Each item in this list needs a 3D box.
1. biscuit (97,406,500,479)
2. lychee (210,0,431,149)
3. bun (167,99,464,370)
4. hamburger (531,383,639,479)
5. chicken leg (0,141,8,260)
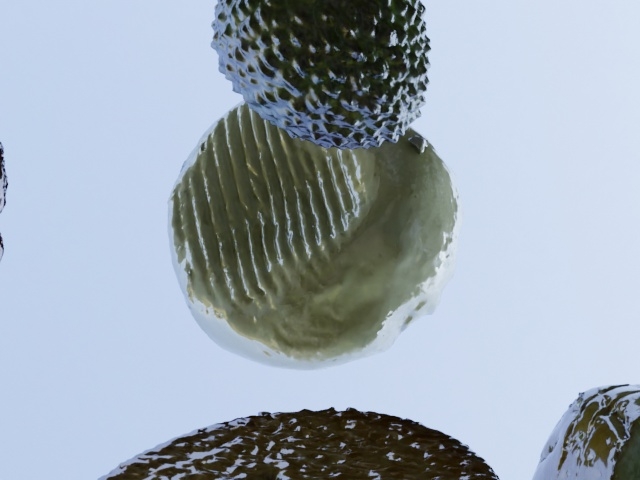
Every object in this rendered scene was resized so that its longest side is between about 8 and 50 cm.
[{"bbox_3d":[-0.027,0.191,0.993,0.305,0.305,0.038,-10,-68,-3],"label":"biscuit"},{"bbox_3d":[0.007,-0.141,1.107,0.171,0.171,0.171,0,-107,0],"label":"lychee"},{"bbox_3d":[0.000,0.000,1.312,0.259,0.160,0.259,-14,-122,23],"label":"bun"},{"bbox_3d":[0.219,0.235,1.124,0.133,0.211,0.308,7,-89,-12],"label":"hamburger"},{"bbox_3d":[-0.223,0.026,0.874,0.048,0.089,0.219,31,-66,30],"label":"chicken leg"}]
